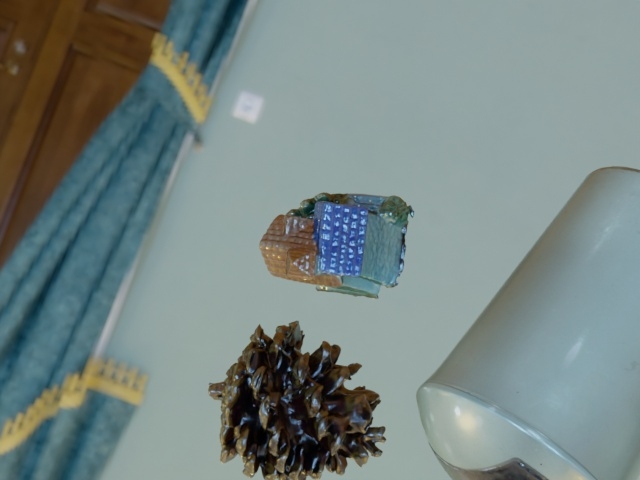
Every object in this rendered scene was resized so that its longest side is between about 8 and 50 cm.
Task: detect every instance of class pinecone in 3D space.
[{"bbox_3d":[-0.036,0.245,1.787,0.257,0.243,0.243,14,178,-22],"label":"pinecone"}]

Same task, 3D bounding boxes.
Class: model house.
[{"bbox_3d":[0.000,0.000,1.321,0.148,0.119,0.149,7,-179,32],"label":"model house"}]

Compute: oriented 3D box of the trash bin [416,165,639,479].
[{"bbox_3d":[0.318,0.147,1.493,0.280,0.432,0.280,34,164,11],"label":"trash bin"}]
